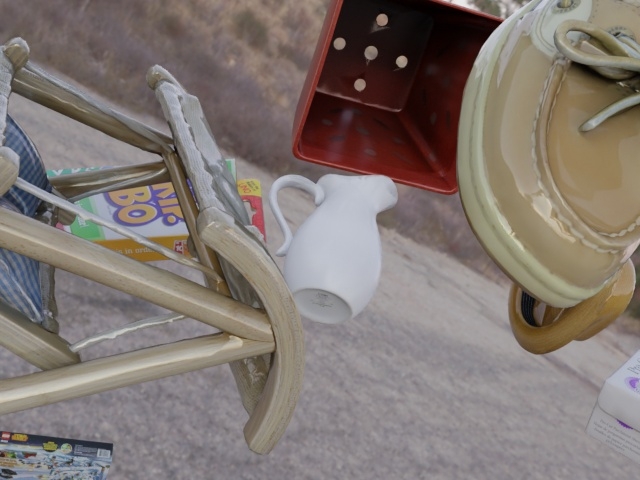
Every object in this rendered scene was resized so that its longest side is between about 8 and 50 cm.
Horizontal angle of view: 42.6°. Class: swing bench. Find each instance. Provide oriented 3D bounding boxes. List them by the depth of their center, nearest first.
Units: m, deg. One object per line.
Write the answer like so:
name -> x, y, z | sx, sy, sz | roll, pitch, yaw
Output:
swing bench -> -0.150, -0.012, 0.518 | 0.254, 0.165, 0.253 | 6, 27, -23

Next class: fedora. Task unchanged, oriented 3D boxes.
fedora -> 0.302, 0.052, 0.953 | 0.079, 0.194, 0.194 | 29, 8, -19

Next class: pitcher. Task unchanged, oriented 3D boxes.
pitcher -> 0.000, 0.000, 1.095 | 0.177, 0.207, 0.125 | 9, -37, 9

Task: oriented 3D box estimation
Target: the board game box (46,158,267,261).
board game box -> -0.183, -0.026, 0.771 | 0.259, 0.039, 0.124 | -2, 38, -7

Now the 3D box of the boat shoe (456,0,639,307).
boat shoe -> 0.150, -0.094, 0.364 | 0.104, 0.285, 0.089 | 41, -33, -13

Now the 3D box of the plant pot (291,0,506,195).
plant pot -> 0.102, -0.257, 1.254 | 0.267, 0.267, 0.236 | 12, 23, -16

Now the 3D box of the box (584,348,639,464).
box -> 0.377, 0.135, 0.870 | 0.067, 0.063, 0.324 | 28, 29, 32

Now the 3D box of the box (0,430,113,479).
box -> -0.332, 0.278, 1.017 | 0.137, 0.094, 0.027 | 12, 42, -16
